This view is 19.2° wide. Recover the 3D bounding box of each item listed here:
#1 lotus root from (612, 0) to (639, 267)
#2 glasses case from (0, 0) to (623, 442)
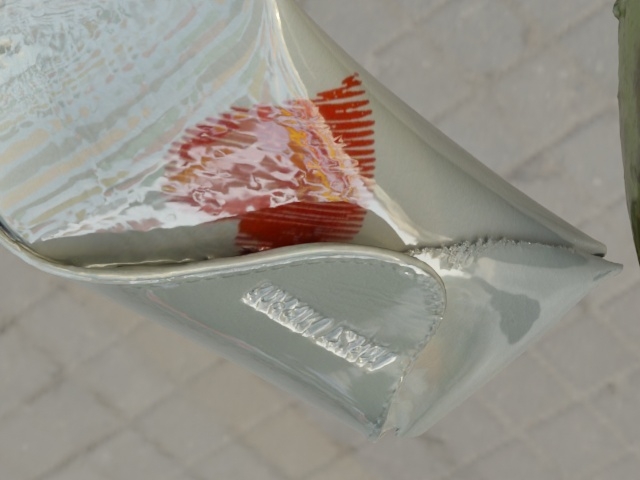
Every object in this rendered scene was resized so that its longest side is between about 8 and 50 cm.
[{"bbox_3d":[0.190,-0.043,0.696,0.173,0.173,0.309,0,93,16],"label":"lotus root"},{"bbox_3d":[0.002,-0.001,0.698,0.128,0.083,0.308,-24,147,25],"label":"glasses case"}]
